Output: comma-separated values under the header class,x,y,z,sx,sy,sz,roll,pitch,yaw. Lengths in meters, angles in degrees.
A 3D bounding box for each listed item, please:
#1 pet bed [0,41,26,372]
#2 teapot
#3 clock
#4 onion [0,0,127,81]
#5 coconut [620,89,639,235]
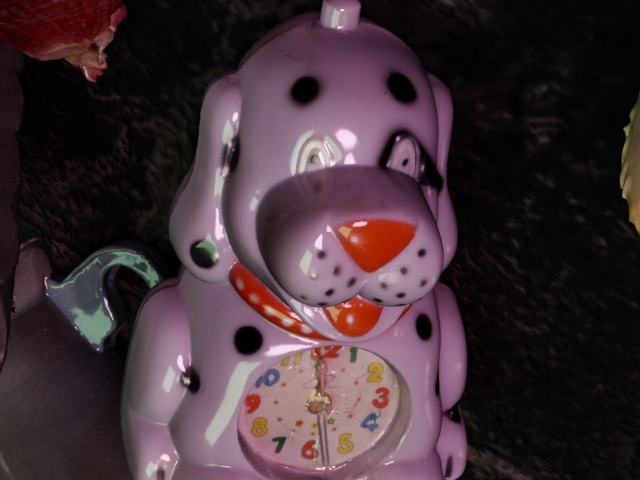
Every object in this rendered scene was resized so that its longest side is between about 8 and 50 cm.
class,x,y,z,sx,sy,sz,roll,pitch,yaw
pet bed,-0.247,-0.032,0.930,0.183,0.211,0.159,0,139,-4
teapot,-0.143,0.111,1.053,0.203,0.171,0.225,-37,93,15
clock,0.000,0.004,0.860,0.189,0.189,0.254,24,127,18
onion,-0.167,-0.184,0.844,0.227,0.120,0.284,3,127,28
coconut,0.252,-0.085,0.504,0.297,0.297,0.309,27,140,15
